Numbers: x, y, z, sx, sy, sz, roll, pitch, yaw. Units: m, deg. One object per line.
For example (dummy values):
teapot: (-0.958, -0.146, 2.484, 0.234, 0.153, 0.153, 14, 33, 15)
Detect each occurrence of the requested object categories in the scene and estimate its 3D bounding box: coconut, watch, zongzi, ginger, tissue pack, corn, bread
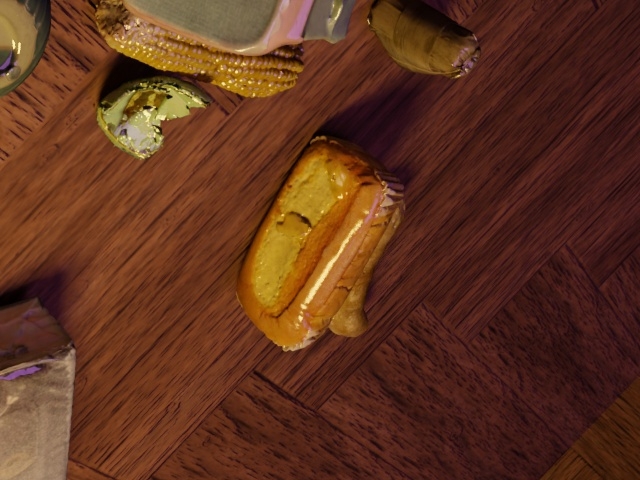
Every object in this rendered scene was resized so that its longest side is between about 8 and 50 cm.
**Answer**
coconut: (-0.195, -0.153, 1.940, 0.158, 0.055, 0.133, -24, 149, 37)
watch: (-0.081, -0.289, 1.790, 0.241, 0.253, 0.161, -66, 178, -78)
zongzi: (0.149, -0.235, 2.190, 0.078, 0.160, 0.176, -46, 149, -8)
ginger: (0.057, 0.038, 2.494, 0.118, 0.065, 0.298, -13, 137, -23)
tissue pack: (-0.452, 0.275, 2.091, 0.288, 0.124, 0.394, -25, 144, -32)
corn: (-0.128, -0.225, 1.932, 0.320, 0.097, 0.097, 10, 119, -52)
bread: (0.000, 0.000, 2.296, 0.119, 0.152, 0.288, -8, 133, -55)

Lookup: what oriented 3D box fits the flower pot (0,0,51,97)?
flower pot: (-0.354, -0.223, 1.588, 0.189, 0.157, 0.243, -46, 148, 2)
